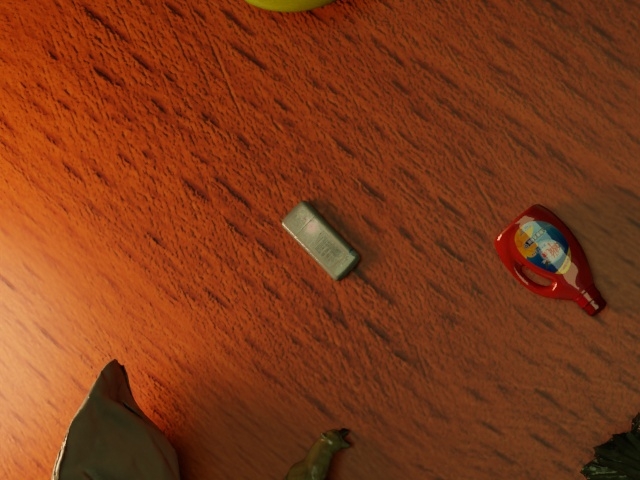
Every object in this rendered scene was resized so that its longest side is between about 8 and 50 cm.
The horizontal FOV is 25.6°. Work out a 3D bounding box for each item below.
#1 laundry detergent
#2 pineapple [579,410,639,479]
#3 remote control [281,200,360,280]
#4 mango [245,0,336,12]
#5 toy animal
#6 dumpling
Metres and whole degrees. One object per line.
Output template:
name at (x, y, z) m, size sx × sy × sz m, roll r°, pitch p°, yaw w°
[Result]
laundry detergent at (0.312, 0.037, 1.875) m, size 0.097 × 0.049 × 0.165 m, roll -43°, pitch 76°, yaw 16°
pineapple at (0.470, 0.333, 1.773) m, size 0.277 × 0.119 × 0.130 m, roll 38°, pitch 140°, yaw 17°
remote control at (0.000, 0.000, 1.986) m, size 0.124 × 0.018 × 0.053 m, roll 45°, pitch 99°, yaw 16°
mango at (-0.001, -0.422, 1.958) m, size 0.185 × 0.149 × 0.273 m, roll 44°, pitch 104°, yaw 8°
toy animal at (-0.032, 0.356, 1.935) m, size 0.218 × 0.103 × 0.101 m, roll -45°, pitch 51°, yaw 13°
dumpling at (-0.289, 0.348, 1.913) m, size 0.181 × 0.260 × 0.341 m, roll 19°, pitch 95°, yaw 11°
